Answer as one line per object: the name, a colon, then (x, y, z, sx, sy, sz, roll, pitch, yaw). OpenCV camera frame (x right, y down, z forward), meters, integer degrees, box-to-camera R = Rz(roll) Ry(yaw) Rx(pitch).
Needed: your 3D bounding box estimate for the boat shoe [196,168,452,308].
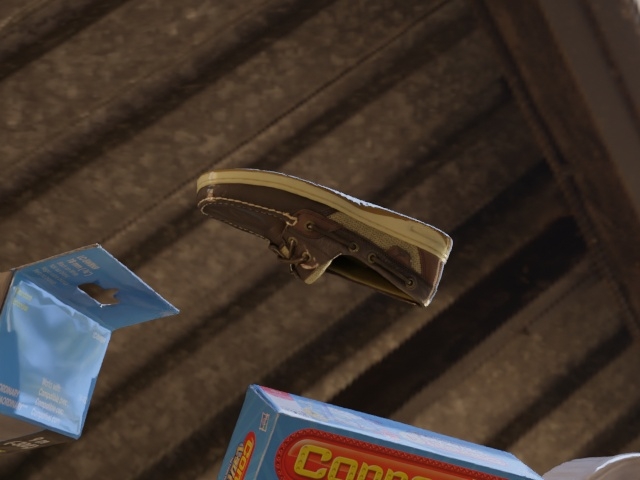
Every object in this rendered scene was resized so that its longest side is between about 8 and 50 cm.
boat shoe: (0.000, 0.000, 1.105, 0.223, 0.080, 0.073, 16, -109, -10)

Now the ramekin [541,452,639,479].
ramekin: (0.336, 0.378, 1.555, 0.272, 0.127, 0.273, 0, -91, -29)

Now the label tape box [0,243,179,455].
label tape box: (-0.301, 0.116, 1.111, 0.333, 0.240, 0.106, -12, -107, 7)

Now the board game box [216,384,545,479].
board game box: (0.030, 0.326, 1.286, 0.308, 0.086, 0.302, 17, -84, -23)
